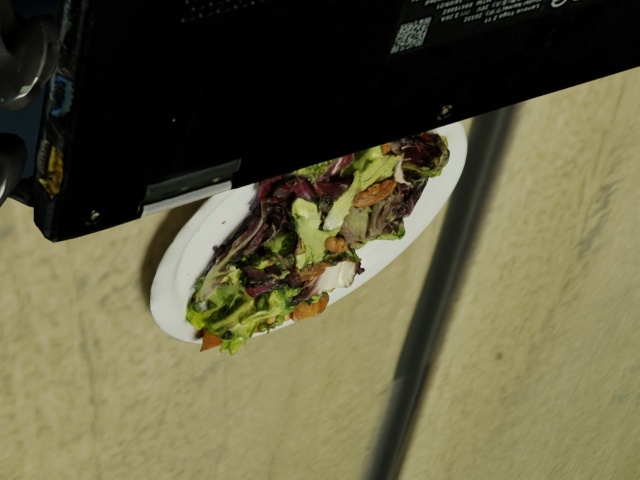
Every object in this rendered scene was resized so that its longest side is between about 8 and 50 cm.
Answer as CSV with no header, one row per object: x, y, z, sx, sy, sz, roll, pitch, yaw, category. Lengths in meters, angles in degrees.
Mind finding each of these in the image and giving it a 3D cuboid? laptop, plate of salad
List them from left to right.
0.000,0.000,1.067,0.200,0.048,0.200,-26,153,-14,plate of salad
0.038,-0.167,0.638,0.382,0.236,0.408,-19,147,-29,laptop

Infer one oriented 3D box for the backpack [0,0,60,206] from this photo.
-0.197,-0.132,0.375,0.213,0.263,0.276,-23,148,-9,backpack
